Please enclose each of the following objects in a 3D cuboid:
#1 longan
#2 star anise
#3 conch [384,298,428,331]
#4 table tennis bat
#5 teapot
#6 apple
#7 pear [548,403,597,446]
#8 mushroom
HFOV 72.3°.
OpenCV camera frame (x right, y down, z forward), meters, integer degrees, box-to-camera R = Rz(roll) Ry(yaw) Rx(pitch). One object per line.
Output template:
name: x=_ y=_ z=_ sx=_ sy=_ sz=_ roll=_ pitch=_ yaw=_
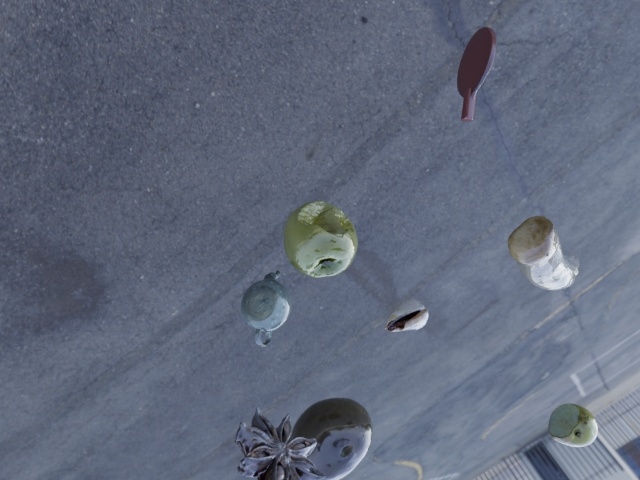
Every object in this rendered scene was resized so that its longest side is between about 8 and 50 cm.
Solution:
longan: x=0.036 y=0.756 z=1.670 sx=0.350 sy=0.288 sz=0.288 roll=-37 pitch=143 yaw=2
star anise: x=-0.113 y=0.532 z=1.060 sx=0.223 sy=0.236 sz=0.109 roll=30 pitch=105 yaw=-27
conch: x=0.268 y=0.235 z=1.356 sx=0.176 sy=0.104 sz=0.094 roll=3 pitch=115 yaw=-48
table tennis bat: x=0.504 y=-0.548 z=1.450 sx=0.038 sy=0.200 sz=0.311 roll=9 pitch=87 yaw=-12
teapot: x=-0.196 y=0.242 z=1.620 sx=0.192 sy=0.295 sz=0.129 roll=0 pitch=164 yaw=20
apple: x=0.000 y=0.000 z=1.556 sx=0.278 sy=0.279 sz=0.279 roll=-19 pitch=141 yaw=-16
pear: x=0.809 y=0.595 z=1.391 sx=0.141 sy=0.104 sz=0.141 roll=-52 pitch=180 yaw=0
mushroom: x=0.513 y=0.044 z=0.992 sx=0.351 sy=0.095 sz=0.123 roll=23 pitch=102 yaw=-49
